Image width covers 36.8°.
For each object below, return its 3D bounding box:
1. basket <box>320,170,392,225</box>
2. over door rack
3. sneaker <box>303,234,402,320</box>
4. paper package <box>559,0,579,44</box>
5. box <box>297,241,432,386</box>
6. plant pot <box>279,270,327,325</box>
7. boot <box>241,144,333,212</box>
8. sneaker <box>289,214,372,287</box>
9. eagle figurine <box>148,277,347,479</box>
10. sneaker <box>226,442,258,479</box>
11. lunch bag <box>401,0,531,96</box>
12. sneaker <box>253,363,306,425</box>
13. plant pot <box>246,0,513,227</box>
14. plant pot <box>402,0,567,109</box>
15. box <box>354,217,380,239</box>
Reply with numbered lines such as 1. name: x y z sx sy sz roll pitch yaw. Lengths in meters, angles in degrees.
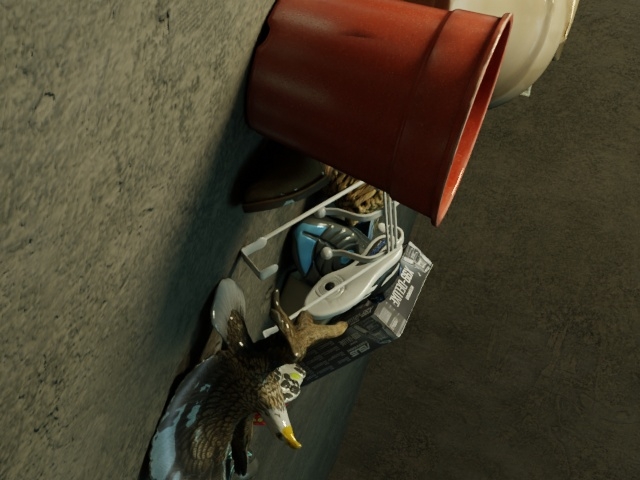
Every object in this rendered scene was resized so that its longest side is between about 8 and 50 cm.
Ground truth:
1. basket: 0.076 -0.172 1.774 0.213 0.223 0.299 -38 177 14
2. over door rack: 0.000 0.000 1.524 0.324 0.108 0.239 -41 147 -24
3. sneaker: 0.068 0.095 1.730 0.217 0.079 0.121 -37 148 -17
4. paper package: 0.441 -0.562 2.274 0.309 0.325 0.168 -8 117 -78
5. box: 0.074 0.157 2.026 0.307 0.076 0.242 -34 -163 39
6. plant pot: -0.026 0.126 1.804 0.096 0.109 0.109 -58 172 9
7. boot: -0.035 -0.131 1.341 0.305 0.112 0.115 -49 128 -54
8. sneaker: 0.015 0.017 1.790 0.125 0.139 0.341 -45 152 5
9. eagle figurine: -0.114 0.227 1.362 0.298 0.226 0.225 -46 -142 22
10. sneaker: -0.177 0.356 1.537 0.267 0.101 0.106 -21 109 -76
11. lunch bag: 0.256 -0.408 1.724 0.169 0.287 0.235 -90 -169 -64
12. sneaker: -0.097 0.287 1.741 0.118 0.107 0.279 -62 169 8
13. plant pot: 0.067 -0.188 1.191 0.272 0.265 0.272 20 90 -79
14. plant pot: 0.164 -0.345 1.406 0.280 0.323 0.323 -15 126 -59
15. box: 0.129 -0.104 2.324 0.233 0.044 0.159 97 17 -53
